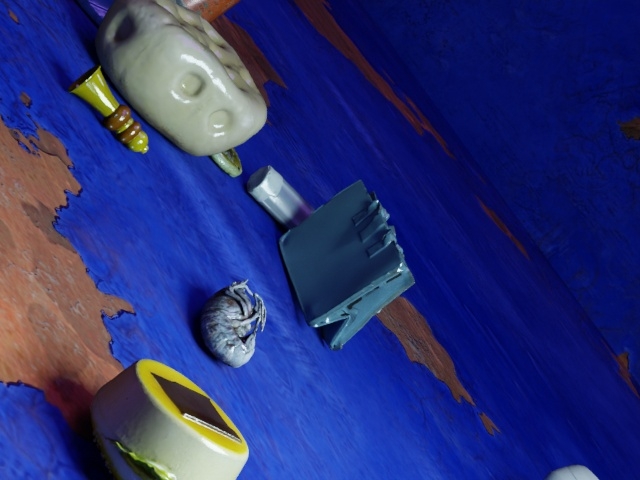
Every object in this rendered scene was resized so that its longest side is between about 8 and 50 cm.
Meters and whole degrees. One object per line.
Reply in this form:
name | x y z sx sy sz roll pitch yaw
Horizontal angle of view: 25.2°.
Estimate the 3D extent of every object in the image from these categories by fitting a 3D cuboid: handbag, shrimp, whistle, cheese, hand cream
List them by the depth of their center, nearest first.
shrimp | -0.084 0.075 1.430 0.065 0.056 0.165 34 25 -3
whistle | -0.234 -0.139 1.586 0.109 0.057 0.046 53 56 -25
handbag | 0.031 0.023 1.734 0.057 0.144 0.221 44 14 -28
cheese | -0.172 -0.208 1.766 0.235 0.117 0.218 47 13 -6
hand cream | 0.000 0.000 1.909 0.255 0.048 0.079 47 19 -24

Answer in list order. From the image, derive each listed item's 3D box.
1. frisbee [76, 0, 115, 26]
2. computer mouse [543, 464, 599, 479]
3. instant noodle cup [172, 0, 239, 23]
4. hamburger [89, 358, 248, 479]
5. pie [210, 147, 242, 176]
frisbee | -0.267 -0.324 1.929 0.242 0.045 0.242 45 16 -17
computer mouse | 0.355 0.404 1.814 0.184 0.121 0.297 46 -6 37
instant noodle cup | -0.167 -0.347 1.949 0.127 0.136 0.127 59 4 -7
hamburger | -0.115 0.157 1.072 0.141 0.081 0.126 44 7 28
pie | -0.128 -0.117 1.860 0.084 0.021 0.084 46 15 -16
